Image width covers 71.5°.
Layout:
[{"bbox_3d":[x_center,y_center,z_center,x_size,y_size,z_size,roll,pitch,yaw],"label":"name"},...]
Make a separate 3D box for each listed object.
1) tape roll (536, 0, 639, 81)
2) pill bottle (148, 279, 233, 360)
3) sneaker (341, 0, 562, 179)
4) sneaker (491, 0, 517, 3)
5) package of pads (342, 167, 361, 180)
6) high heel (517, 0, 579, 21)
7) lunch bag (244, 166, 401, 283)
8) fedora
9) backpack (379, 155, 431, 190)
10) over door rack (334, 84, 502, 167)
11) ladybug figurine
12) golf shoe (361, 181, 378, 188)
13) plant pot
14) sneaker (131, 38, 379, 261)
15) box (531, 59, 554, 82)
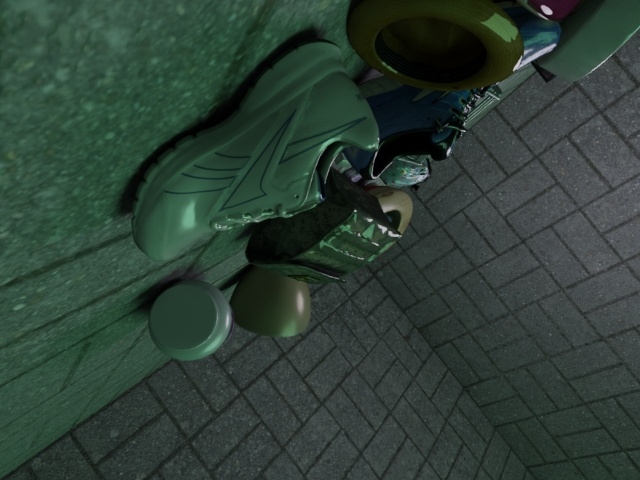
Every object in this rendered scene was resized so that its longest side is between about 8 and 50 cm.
[{"bbox_3d":[0.517,-0.459,0.737,0.392,0.071,0.392,-59,177,-5],"label":"tape roll"},{"bbox_3d":[-0.278,0.176,0.976,0.169,0.169,0.301,-37,175,-14],"label":"pill bottle"},{"bbox_3d":[0.177,-0.189,0.621,0.329,0.147,0.129,-30,157,19],"label":"sneaker"},{"bbox_3d":[0.327,-0.390,0.699,0.237,0.085,0.086,-44,150,-7],"label":"sneaker"},{"bbox_3d":[0.085,-0.174,1.209,0.083,0.032,0.050,-34,172,-46],"label":"package of pads"},{"bbox_3d":[0.319,-0.381,0.509,0.377,0.127,0.181,-47,180,-39],"label":"high heel"},{"bbox_3d":[0.000,0.000,1.024,0.287,0.169,0.235,-39,147,19],"label":"lunch bag"},{"bbox_3d":[0.121,-0.226,0.463,0.194,0.194,0.079,33,71,-85],"label":"fedora"},{"bbox_3d":[0.243,-0.230,1.329,0.181,0.152,0.115,-16,155,-46],"label":"backpack"},{"bbox_3d":[0.185,-0.254,0.864,0.324,0.108,0.239,-11,156,-48],"label":"over door rack"},{"bbox_3d":[0.148,-0.064,1.564,0.449,0.162,0.305,-17,135,-40],"label":"ladybug figurine"},{"bbox_3d":[0.143,-0.150,1.678,0.186,0.068,0.086,-39,175,14],"label":"golf shoe"},{"bbox_3d":[-0.155,0.165,1.497,0.284,0.283,0.191,-29,135,-63],"label":"plant pot"},{"bbox_3d":[-0.071,-0.065,0.458,0.297,0.129,0.111,-38,178,13],"label":"sneaker"},{"bbox_3d":[0.716,-0.592,1.304,0.165,0.143,0.270,-38,176,19],"label":"box"}]
